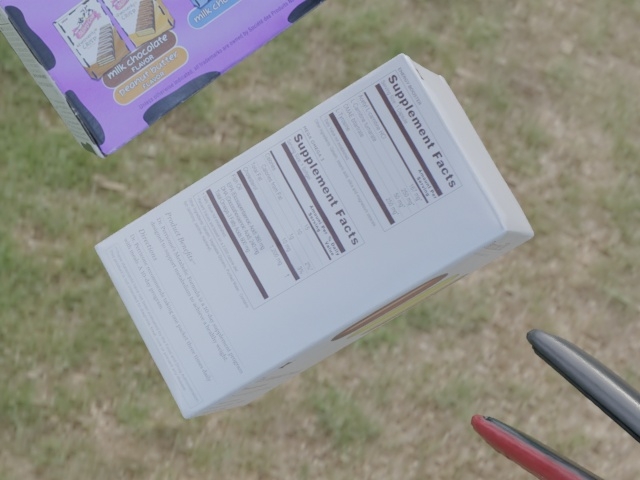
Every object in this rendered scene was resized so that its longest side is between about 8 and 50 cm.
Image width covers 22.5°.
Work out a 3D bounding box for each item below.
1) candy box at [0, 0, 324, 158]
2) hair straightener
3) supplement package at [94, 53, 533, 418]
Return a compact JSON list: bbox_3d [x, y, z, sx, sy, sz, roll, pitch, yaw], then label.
[{"bbox_3d":[-0.091,-0.165,0.718,0.165,0.070,0.196,-36,105,-10],"label":"candy box"},{"bbox_3d":[0.153,0.083,0.564,0.047,0.089,0.230,30,1,-41],"label":"hair straightener"},{"bbox_3d":[0.000,0.000,1.079,0.134,0.244,0.139,61,13,8],"label":"supplement package"}]
